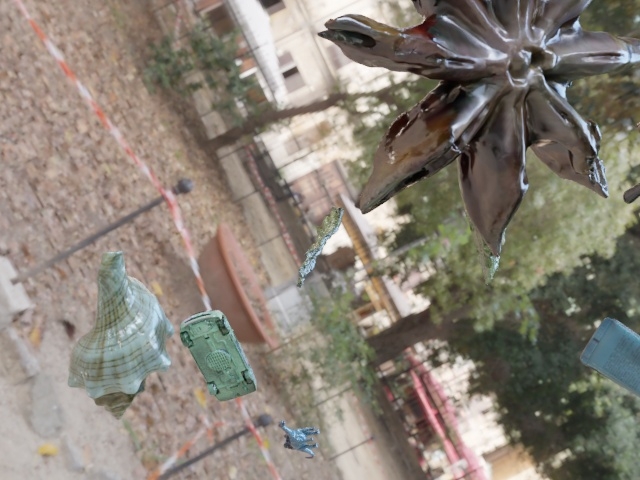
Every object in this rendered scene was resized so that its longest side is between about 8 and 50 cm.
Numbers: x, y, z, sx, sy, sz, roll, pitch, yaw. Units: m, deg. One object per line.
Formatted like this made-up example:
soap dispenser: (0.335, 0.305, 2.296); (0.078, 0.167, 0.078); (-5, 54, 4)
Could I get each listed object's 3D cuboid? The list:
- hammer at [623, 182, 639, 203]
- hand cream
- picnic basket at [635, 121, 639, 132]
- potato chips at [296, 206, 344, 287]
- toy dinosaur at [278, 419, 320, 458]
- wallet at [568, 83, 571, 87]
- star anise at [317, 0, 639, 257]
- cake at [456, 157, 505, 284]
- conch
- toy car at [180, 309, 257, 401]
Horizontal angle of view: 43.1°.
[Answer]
hammer: (0.495, -0.121, 1.045); (0.029, 0.246, 0.103); (47, 44, -3)
hand cream: (0.473, 0.200, 1.123); (0.224, 0.083, 0.048); (37, 23, 30)
picnic basket: (0.797, -0.196, 1.486); (0.293, 0.337, 0.337); (37, 6, -15)
potato chips: (-0.001, 0.000, 1.317); (0.028, 0.092, 0.207); (34, 28, -5)
toy dinosaur: (-0.044, 0.438, 1.780); (0.197, 0.080, 0.045); (63, 24, -49)
wallet: (0.342, -0.374, 1.644); (0.321, 0.044, 0.170); (19, -9, 45)
star anise: (0.117, -0.125, 0.543); (0.088, 0.288, 0.288); (29, -30, 57)
cake: (0.234, -0.043, 1.211); (0.100, 0.099, 0.235); (78, 26, -43)
conch: (-0.350, 0.189, 1.477); (0.169, 0.203, 0.386); (36, -53, 14)
toy car: (-0.196, 0.216, 1.560); (0.076, 0.090, 0.224); (-103, 174, -56)
